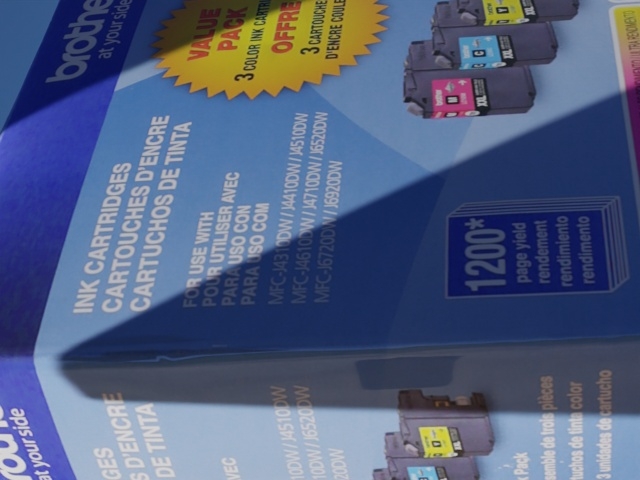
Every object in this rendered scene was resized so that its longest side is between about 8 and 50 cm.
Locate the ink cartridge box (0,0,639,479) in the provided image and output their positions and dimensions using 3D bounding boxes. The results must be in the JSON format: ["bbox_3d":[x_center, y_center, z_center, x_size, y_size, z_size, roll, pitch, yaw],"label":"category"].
[{"bbox_3d":[0.000,0.000,0.577,0.270,0.395,0.151,-83,-14,-47],"label":"ink cartridge box"}]
